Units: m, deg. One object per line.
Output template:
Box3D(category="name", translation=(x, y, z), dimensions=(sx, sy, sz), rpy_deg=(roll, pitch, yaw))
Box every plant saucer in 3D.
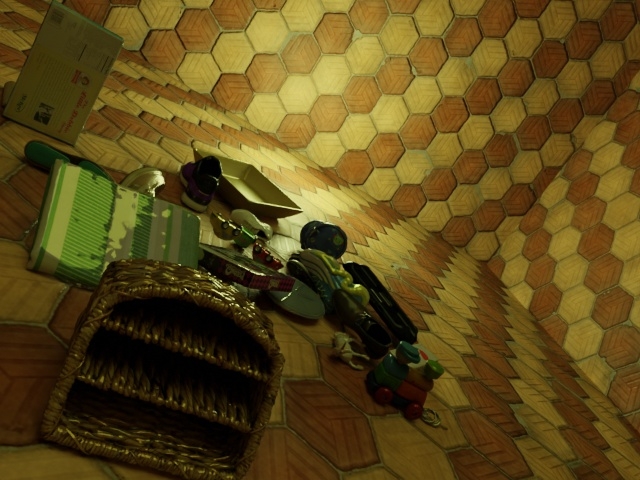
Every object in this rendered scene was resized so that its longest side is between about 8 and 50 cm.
Box3D(category="plant saucer", translation=(-0.268, -0.185, 1.972), dimensions=(0.333, 0.081, 0.332), rpy_deg=(42, 19, 26))

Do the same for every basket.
Box3D(category="basket", translation=(-0.203, 0.178, 0.802), dimensions=(0.299, 0.214, 0.223), rpy_deg=(27, 17, -22))

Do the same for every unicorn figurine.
Box3D(category="unicorn figurine", translation=(0.067, 0.272, 1.367), dimensions=(0.111, 0.060, 0.162), rpy_deg=(28, 1, -19))

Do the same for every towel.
Box3D(category="towel", translation=(-0.392, -0.003, 1.101), dimensions=(0.324, 0.038, 0.248), rpy_deg=(24, 50, -37))

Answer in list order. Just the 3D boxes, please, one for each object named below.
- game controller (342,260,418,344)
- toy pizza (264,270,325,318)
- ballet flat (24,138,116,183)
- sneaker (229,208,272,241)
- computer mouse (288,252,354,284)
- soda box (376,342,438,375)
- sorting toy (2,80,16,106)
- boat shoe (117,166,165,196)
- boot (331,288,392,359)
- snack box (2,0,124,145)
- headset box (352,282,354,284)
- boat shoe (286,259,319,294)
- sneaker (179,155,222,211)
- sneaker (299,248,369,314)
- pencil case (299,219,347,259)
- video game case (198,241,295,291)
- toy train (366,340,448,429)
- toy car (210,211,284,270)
Box3D(category="game controller", translation=(0.183, 0.191, 1.717), dimensions=(0.166, 0.067, 0.319), rpy_deg=(15, 32, -56))
Box3D(category="toy pizza", translation=(-0.079, 0.149, 1.461), dimensions=(0.201, 0.032, 0.201), rpy_deg=(29, 16, -9))
Box3D(category="ballet flat", translation=(-0.587, -0.172, 1.323), dimensions=(0.232, 0.080, 0.073), rpy_deg=(32, 1, -12))
Box3D(category="sneaker", translation=(-0.215, -0.048, 1.728), dimensions=(0.152, 0.054, 0.061), rpy_deg=(30, 19, -16))
Box3D(category="computer mouse", translation=(0.036, 0.123, 1.690), dimensions=(0.188, 0.072, 0.272), rpy_deg=(18, 22, -46))
Box3D(category="soda box", translation=(0.237, 0.333, 1.482), dimensions=(0.074, 0.069, 0.216), rpy_deg=(43, 17, 27))
Box3D(category="sorting toy", translation=(-0.799, -0.380, 1.586), dimensions=(0.208, 0.038, 0.193), rpy_deg=(17, 23, -35))
Box3D(category="boat shoe", translation=(-0.437, -0.069, 1.259), dimensions=(0.110, 0.122, 0.341), rpy_deg=(40, 26, -5))
Box3D(category="boot", translation=(0.114, 0.205, 1.446), dimensions=(0.219, 0.082, 0.106), rpy_deg=(52, -23, 11))
Box3D(category="snack box", translation=(-0.674, -0.432, 1.447), dimensions=(0.187, 0.322, 0.060), rpy_deg=(24, 16, -33))
Box3D(category="headset box", translation=(0.104, 0.152, 1.790), dimensions=(0.083, 0.032, 0.062), rpy_deg=(35, 13, -38))
Box3D(category="boat shoe", translation=(-0.057, 0.106, 1.601), dimensions=(0.142, 0.049, 0.040), rpy_deg=(45, 20, 27))
Box3D(category="sneaker", translation=(-0.363, -0.207, 1.727), dimensions=(0.102, 0.146, 0.293), rpy_deg=(26, 18, -27))
Box3D(category="sneaker", translation=(0.024, 0.129, 1.541), dimensions=(0.240, 0.091, 0.126), rpy_deg=(36, 52, 0))
Box3D(category="pencil case", translation=(0.000, 0.000, 1.773), dimensions=(0.120, 0.133, 0.306), rpy_deg=(64, -5, -7))
Box3D(category="video game case", translation=(-0.195, 0.063, 1.313), dimensions=(0.210, 0.042, 0.232), rpy_deg=(24, 1, 22))
Box3D(category="toy train", translation=(0.247, 0.349, 1.320), dimensions=(0.248, 0.143, 0.105), rpy_deg=(30, 17, -13))
Box3D(category="toy car", translation=(-0.212, 0.003, 1.534), dimensions=(0.239, 0.053, 0.225), rpy_deg=(38, 1, -10))
